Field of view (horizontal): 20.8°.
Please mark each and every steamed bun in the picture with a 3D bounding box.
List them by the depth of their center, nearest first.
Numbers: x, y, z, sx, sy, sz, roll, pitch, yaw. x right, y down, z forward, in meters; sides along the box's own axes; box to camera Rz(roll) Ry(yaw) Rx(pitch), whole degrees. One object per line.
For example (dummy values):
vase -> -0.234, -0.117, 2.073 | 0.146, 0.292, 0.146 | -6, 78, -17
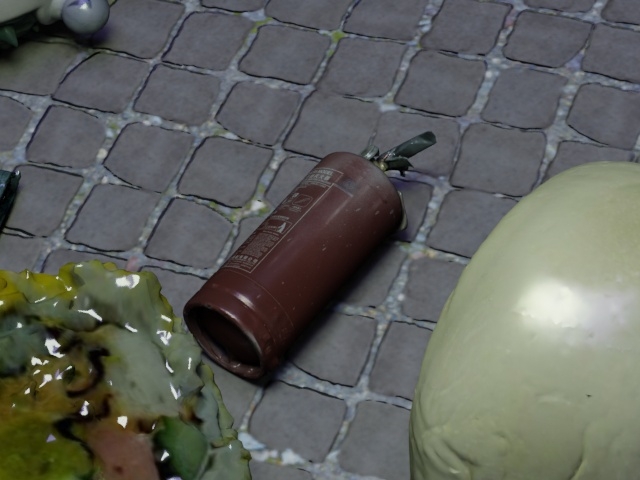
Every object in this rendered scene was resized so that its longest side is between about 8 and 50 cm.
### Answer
steamed bun -> 0.225, 0.113, 1.297 | 0.233, 0.312, 0.334 | 21, 63, 25

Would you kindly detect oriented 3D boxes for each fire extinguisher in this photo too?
fire extinguisher -> 0.000, 0.000, 1.550 | 0.105, 0.105, 0.269 | 28, 58, 26

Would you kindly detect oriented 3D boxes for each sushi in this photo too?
sushi -> -0.254, 0.184, 1.274 | 0.396, 0.240, 0.351 | -5, 52, -34

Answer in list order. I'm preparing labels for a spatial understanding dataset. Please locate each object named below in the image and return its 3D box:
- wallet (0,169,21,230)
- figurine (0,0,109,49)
wallet -> -0.490, -0.014, 1.656 | 0.379, 0.046, 0.190 | 8, 54, 11
figurine -> -0.288, -0.328, 1.810 | 0.382, 0.186, 0.261 | -35, 49, -16
